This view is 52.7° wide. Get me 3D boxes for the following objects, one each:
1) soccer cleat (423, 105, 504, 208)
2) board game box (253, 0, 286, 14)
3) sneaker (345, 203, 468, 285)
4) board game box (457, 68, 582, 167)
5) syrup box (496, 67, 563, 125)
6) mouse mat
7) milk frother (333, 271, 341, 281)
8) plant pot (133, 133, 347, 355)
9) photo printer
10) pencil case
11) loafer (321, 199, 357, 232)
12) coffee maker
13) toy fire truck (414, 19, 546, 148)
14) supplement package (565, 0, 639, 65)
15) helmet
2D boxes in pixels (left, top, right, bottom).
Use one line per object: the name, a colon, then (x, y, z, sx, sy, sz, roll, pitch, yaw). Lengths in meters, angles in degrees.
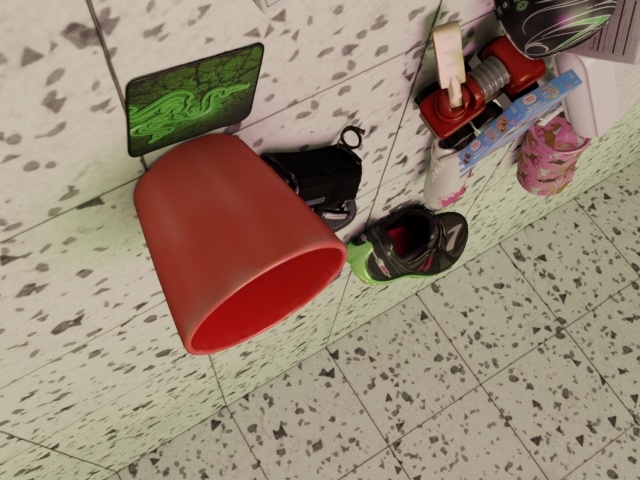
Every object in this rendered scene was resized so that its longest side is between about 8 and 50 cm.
soccer cleat: (0.292, -0.190, 1.474, 0.143, 0.116, 0.331, -5, 148, -27)
board game box: (0.043, -0.369, 0.623, 0.305, 0.053, 0.193, -33, 163, -3)
sneaker: (0.286, 0.002, 1.809, 0.483, 0.185, 0.202, -18, 160, -44)
board game box: (0.374, -0.228, 1.232, 0.160, 0.039, 0.211, -31, 171, -25)
syrup box: (0.464, -0.322, 1.414, 0.093, 0.096, 0.237, -43, 159, 30)
mouse mat: (-0.162, -0.180, 0.841, 0.190, 0.007, 0.152, -24, 160, -25)
milk frother: (0.000, 0.000, 1.366, 0.143, 0.129, 0.134, -32, 119, 14)
plant pot: (-0.134, -0.006, 0.955, 0.275, 0.243, 0.275, -30, 162, -11)
photo printer: (0.589, -0.385, 1.304, 0.256, 0.107, 0.307, -47, 142, 0)
pencil case: (0.664, -0.252, 1.847, 0.167, 0.160, 0.386, -42, 162, -1)
loafer: (-0.071, -0.042, 1.243, 0.303, 0.108, 0.095, -16, -178, -34)
coffee maker: (-0.024, -0.113, 1.115, 0.178, 0.120, 0.171, -15, 116, -47)
toy fire truck: (0.266, -0.288, 1.093, 0.217, 0.158, 0.246, -35, 177, 4)
supplement package: (0.577, -0.407, 1.093, 0.262, 0.145, 0.203, -8, 116, -28)
helmet: (0.372, -0.377, 1.004, 0.162, 0.169, 0.169, -26, 171, 39)
